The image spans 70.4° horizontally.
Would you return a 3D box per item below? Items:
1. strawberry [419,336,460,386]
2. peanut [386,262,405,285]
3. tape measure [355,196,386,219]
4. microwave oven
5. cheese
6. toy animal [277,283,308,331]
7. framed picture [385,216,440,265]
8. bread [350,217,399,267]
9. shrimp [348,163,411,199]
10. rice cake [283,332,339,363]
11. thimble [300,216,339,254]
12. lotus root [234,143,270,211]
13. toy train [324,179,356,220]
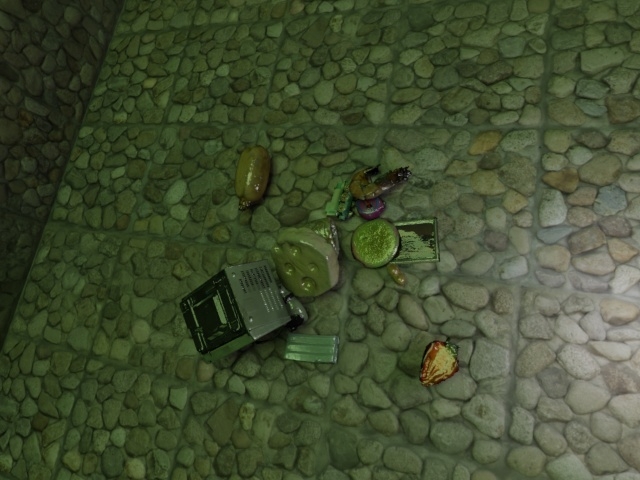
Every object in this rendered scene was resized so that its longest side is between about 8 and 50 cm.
[{"bbox_3d":[0.448,0.455,1.703,0.141,0.085,0.192,5,81,15],"label":"strawberry"},{"bbox_3d":[0.312,0.140,1.873,0.054,0.054,0.113,-37,61,7],"label":"peanut"},{"bbox_3d":[0.220,-0.153,1.991,0.125,0.074,0.118,-30,60,5],"label":"tape measure"},{"bbox_3d":[-0.364,0.299,1.871,0.394,0.247,0.332,-33,76,41],"label":"microwave oven"},{"bbox_3d":[-0.071,0.098,1.917,0.318,0.115,0.326,42,129,-1],"label":"cheese"},{"bbox_3d":[-0.148,0.283,1.946,0.121,0.094,0.225,-36,91,3],"label":"toy animal"},{"bbox_3d":[0.370,0.004,1.915,0.253,0.014,0.196,-5,71,20],"label":"framed picture"},{"bbox_3d":[0.228,0.007,1.947,0.229,0.033,0.228,-10,70,27],"label":"bread"},{"bbox_3d":[0.250,-0.271,1.993,0.289,0.075,0.178,-32,50,-8],"label":"shrimp"},{"bbox_3d":[-0.041,0.457,1.916,0.237,0.043,0.127,1,73,22],"label":"rice cake"},{"bbox_3d":[0.000,0.000,1.996,0.144,0.137,0.190,-14,84,15],"label":"thimble"},{"bbox_3d":[-0.334,-0.301,2.215,0.169,0.152,0.342,0,78,37],"label":"lotus root"},{"bbox_3d":[0.097,-0.183,2.044,0.125,0.081,0.193,5,70,35],"label":"toy train"}]
